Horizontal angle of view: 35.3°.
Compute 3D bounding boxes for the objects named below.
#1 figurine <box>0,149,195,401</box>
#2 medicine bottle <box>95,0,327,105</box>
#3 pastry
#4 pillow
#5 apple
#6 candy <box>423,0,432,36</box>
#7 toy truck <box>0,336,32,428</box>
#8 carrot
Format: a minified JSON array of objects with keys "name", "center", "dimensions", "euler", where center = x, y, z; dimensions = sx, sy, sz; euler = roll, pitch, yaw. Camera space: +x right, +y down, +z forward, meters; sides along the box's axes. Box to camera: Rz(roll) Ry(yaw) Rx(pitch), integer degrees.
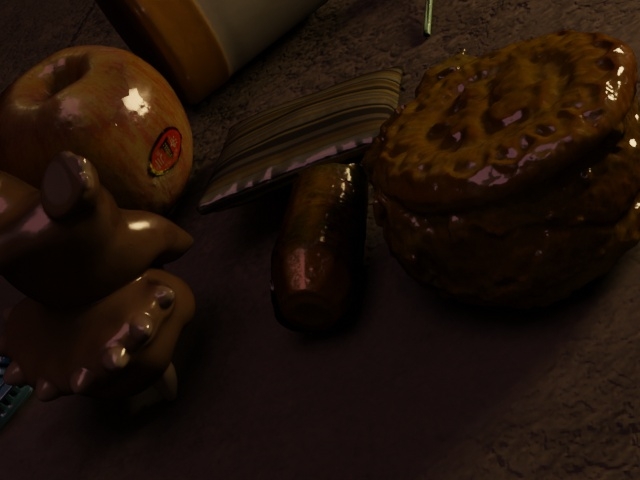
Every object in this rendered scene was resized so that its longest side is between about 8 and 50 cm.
[{"name":"figurine","center":[-0.208,0.050,0.845],"dimensions":[0.177,0.247,0.173],"euler":[5,71,16]},{"name":"medicine bottle","center":[-0.142,-0.323,1.219],"dimensions":[0.232,0.238,0.238],"euler":[-40,37,-10]},{"name":"pastry","center":[0.150,-0.055,0.806],"dimensions":[0.235,0.132,0.240],"euler":[4,43,50]},{"name":"pillow","center":[-0.014,-0.105,1.017],"dimensions":[0.208,0.052,0.212],"euler":[-18,23,14]},{"name":"apple","center":[-0.246,-0.103,1.094],"dimensions":[0.211,0.188,0.211],"euler":[-17,41,16]},{"name":"candy","center":[0.127,-0.308,1.164],"dimensions":[0.061,0.061,0.202],"euler":[-12,50,26]},{"name":"toy truck","center":[-0.319,0.147,0.982],"dimensions":[0.073,0.056,0.090],"euler":[-18,52,11]},{"name":"carrot","center":[0.000,0.000,0.881],"dimensions":[0.082,0.082,0.173],"euler":[-16,43,22]}]
